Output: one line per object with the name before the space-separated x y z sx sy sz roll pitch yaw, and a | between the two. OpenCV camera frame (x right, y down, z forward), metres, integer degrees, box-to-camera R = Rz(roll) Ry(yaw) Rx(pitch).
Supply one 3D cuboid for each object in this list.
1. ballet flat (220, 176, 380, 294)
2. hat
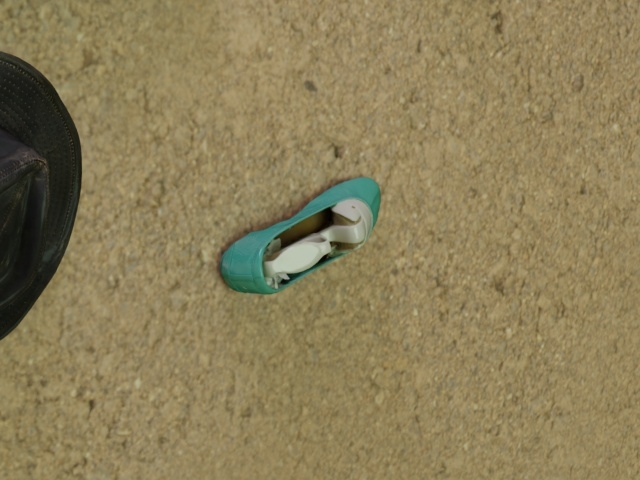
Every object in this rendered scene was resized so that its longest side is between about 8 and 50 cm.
ballet flat | 0.000 0.000 1.831 0.247 0.087 0.083 -28 117 -33
hat | -0.338 -0.024 1.511 0.331 0.134 0.331 -10 106 -37
